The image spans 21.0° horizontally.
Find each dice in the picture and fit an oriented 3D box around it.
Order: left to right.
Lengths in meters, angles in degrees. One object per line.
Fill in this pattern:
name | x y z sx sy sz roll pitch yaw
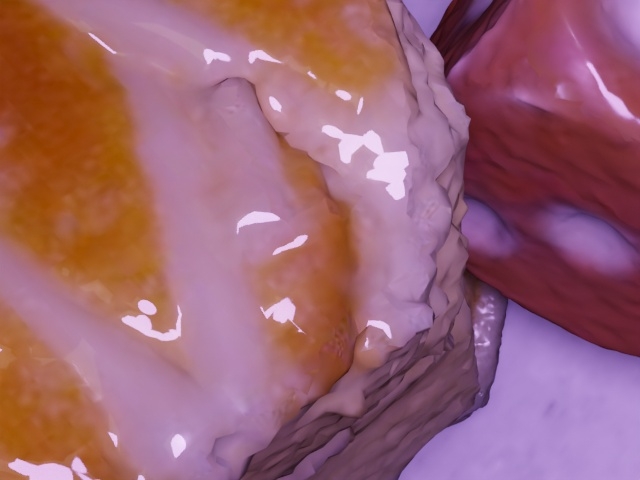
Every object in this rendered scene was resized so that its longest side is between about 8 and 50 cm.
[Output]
dice | 0.143 -0.063 0.694 0.179 0.174 0.175 32 65 -7

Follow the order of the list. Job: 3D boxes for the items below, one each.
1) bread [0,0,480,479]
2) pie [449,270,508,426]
bread | -0.177 -0.006 0.602 0.371 0.279 0.390 -34 70 -16
pie | 0.000 0.000 0.771 0.195 0.046 0.195 0 78 2
